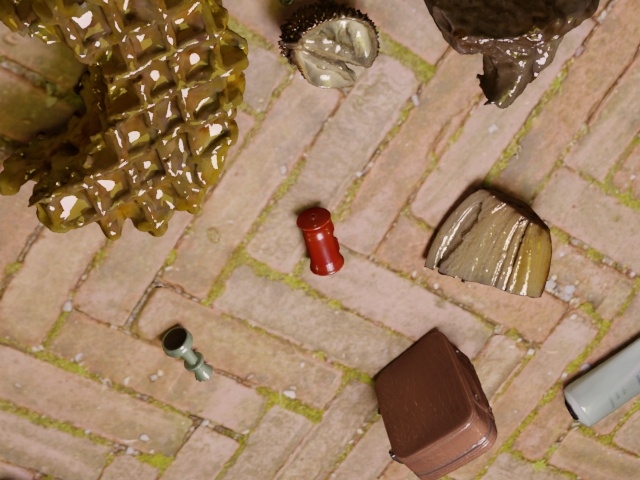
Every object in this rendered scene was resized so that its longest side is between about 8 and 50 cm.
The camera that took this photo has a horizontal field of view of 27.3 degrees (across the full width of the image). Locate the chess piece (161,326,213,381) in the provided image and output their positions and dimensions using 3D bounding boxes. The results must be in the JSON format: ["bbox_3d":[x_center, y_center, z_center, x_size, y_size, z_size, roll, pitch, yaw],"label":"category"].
[{"bbox_3d":[-0.170,0.154,1.731,0.042,0.042,0.093,-31,135,2],"label":"chess piece"}]

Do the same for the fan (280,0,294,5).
[{"bbox_3d":[-0.045,-0.358,1.439,0.132,0.009,0.220,-12,125,-9],"label":"fan"}]

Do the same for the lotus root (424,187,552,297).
[{"bbox_3d":[0.239,0.005,1.754,0.159,0.095,0.135,27,110,10],"label":"lotus root"}]

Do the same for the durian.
[{"bbox_3d":[-0.003,-0.230,1.503,0.140,0.071,0.110,3,129,-41],"label":"durian"}]

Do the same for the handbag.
[{"bbox_3d":[0.152,0.231,1.805,0.151,0.193,0.072,-37,126,12],"label":"handbag"}]

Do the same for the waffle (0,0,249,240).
[{"bbox_3d":[-0.216,-0.161,1.425,0.261,0.151,0.324,-8,129,-21],"label":"waffle"}]

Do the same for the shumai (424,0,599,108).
[{"bbox_3d":[0.213,-0.254,1.536,0.206,0.166,0.175,-10,148,-13],"label":"shumai"}]

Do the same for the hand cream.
[{"bbox_3d":[0.506,0.169,1.995,0.321,0.067,0.109,-34,127,-5],"label":"hand cream"}]

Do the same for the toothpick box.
[{"bbox_3d":[0.000,0.000,1.680,0.047,0.047,0.083,-21,127,-6],"label":"toothpick box"}]
